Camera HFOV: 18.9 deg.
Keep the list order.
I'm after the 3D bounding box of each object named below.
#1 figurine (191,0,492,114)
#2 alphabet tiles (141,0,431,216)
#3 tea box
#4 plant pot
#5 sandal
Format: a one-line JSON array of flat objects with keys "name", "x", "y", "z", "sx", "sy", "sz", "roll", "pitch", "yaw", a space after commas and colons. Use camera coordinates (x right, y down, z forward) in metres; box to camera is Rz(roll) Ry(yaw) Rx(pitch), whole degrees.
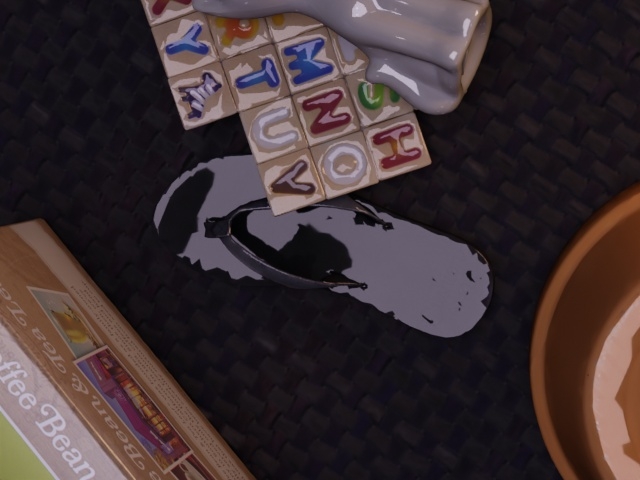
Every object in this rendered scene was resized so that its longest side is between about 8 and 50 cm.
[{"name": "figurine", "x": 0.032, "y": -0.219, "z": 1.326, "sx": 0.209, "sy": 0.092, "sz": 0.215, "roll": 21, "pitch": 87, "yaw": 12}, {"name": "alphabet tiles", "x": -0.015, "y": -0.146, "z": 1.362, "sx": 0.198, "sy": 0.009, "sz": 0.237, "roll": -19, "pitch": 84, "yaw": 0}, {"name": "tea box", "x": -0.241, "y": 0.212, "z": 1.351, "sx": 0.323, "sy": 0.220, "sz": 0.329, "roll": -39, "pitch": 87, "yaw": 11}, {"name": "plant pot", "x": 0.274, "y": 0.093, "z": 1.259, "sx": 0.291, "sy": 0.203, "sz": 0.291, "roll": 1, "pitch": 94, "yaw": 11}, {"name": "sandal", "x": 0.001, "y": -0.001, "z": 1.375, "sx": 0.254, "sy": 0.054, "sz": 0.097, "roll": 14, "pitch": 96, "yaw": 9}]
